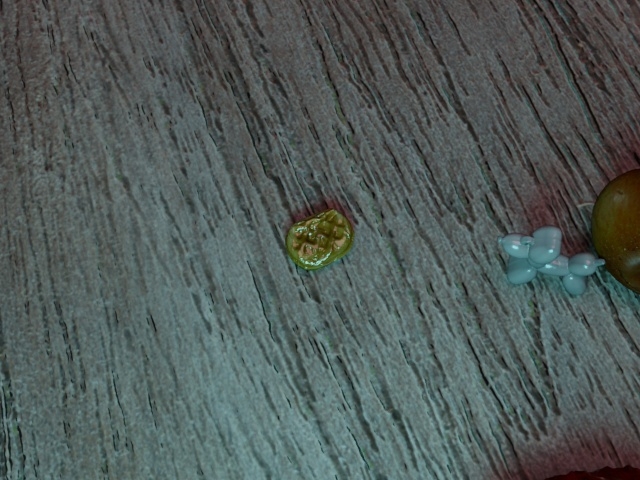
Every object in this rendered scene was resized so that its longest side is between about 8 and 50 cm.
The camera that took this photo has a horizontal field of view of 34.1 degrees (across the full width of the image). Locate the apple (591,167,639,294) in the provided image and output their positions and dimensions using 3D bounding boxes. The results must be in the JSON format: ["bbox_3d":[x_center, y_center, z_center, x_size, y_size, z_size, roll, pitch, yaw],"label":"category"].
[{"bbox_3d":[0.514,0.000,1.534,0.235,0.210,0.173,12,56,20],"label":"apple"}]

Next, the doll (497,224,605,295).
[{"bbox_3d":[0.336,0.027,1.553,0.161,0.160,0.059,11,69,4],"label":"doll"}]

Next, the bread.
[{"bbox_3d":[0.000,0.000,1.632,0.111,0.044,0.083,-26,73,-8],"label":"bread"}]

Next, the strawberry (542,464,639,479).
[{"bbox_3d":[0.367,0.416,1.345,0.345,0.295,0.317,-32,33,-29],"label":"strawberry"}]
